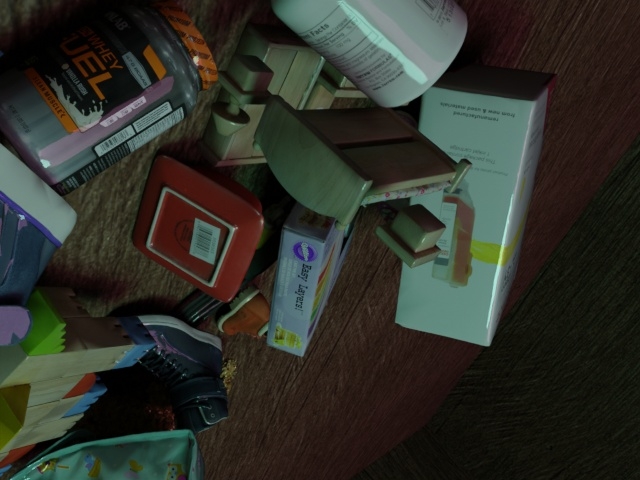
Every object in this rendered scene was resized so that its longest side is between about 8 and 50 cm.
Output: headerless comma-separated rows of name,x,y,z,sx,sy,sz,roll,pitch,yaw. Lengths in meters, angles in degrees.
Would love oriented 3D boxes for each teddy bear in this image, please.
teddy bear,-0.287,0.297,1.148,0.245,0.113,0.338,-52,153,20

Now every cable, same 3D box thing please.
cable,-0.129,0.037,1.084,0.287,0.072,0.139,-40,174,19

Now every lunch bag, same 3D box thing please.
lunch bag,-0.302,0.370,0.978,0.262,0.160,0.223,-4,151,-6

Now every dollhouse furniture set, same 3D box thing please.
dollhouse furniture set,0.038,-0.076,0.778,0.303,0.355,0.174,-14,142,-48

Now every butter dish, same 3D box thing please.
butter dish,-0.139,-0.029,0.869,0.118,0.160,0.160,-49,168,-54

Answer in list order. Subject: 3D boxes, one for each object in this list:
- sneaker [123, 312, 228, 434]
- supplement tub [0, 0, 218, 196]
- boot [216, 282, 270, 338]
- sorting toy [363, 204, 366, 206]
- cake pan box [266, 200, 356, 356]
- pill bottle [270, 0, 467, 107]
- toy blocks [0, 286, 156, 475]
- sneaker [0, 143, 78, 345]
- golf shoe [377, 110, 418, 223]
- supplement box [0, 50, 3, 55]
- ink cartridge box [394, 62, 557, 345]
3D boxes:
sneaker,-0.222,0.205,1.008,0.086,0.163,0.226,-27,147,26
supplement tub,-0.198,-0.136,0.623,0.190,0.117,0.117,-38,153,-15
boot,-0.124,0.141,1.155,0.059,0.084,0.158,-40,176,-34
sorting toy,0.080,-0.097,1.086,0.083,0.012,0.062,-80,180,-60
cake pan box,0.000,0.000,1.024,0.267,0.070,0.246,-64,171,-48
pill bottle,0.025,-0.248,0.665,0.229,0.131,0.131,35,102,-27
toy blocks,-0.376,0.187,0.812,0.381,0.191,0.261,-43,165,9
sneaker,-0.347,-0.007,0.477,0.236,0.130,0.323,-57,143,-16
golf shoe,0.150,-0.137,1.166,0.140,0.115,0.306,-62,157,-22
supplement box,-0.290,-0.165,0.484,0.056,0.083,0.083,-40,154,-7
ink cartridge box,0.251,-0.069,1.088,0.279,0.160,0.384,-41,140,-59
